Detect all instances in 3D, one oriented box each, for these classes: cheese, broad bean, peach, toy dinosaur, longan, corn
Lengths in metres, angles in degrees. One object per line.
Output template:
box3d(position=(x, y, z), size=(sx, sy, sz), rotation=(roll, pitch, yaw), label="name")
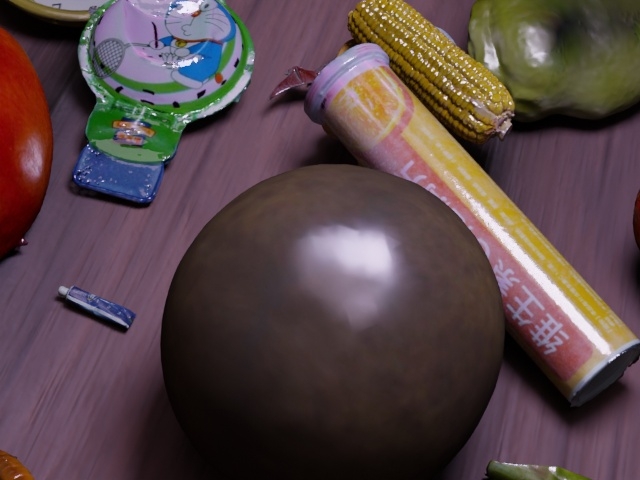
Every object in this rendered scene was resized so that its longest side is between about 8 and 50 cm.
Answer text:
box3d(position=(-0.185, -0.180, 1.526), size=(0.204, 0.083, 0.320), rotation=(15, 57, 2), label="cheese")
box3d(position=(0.296, -0.248, 1.602), size=(0.238, 0.119, 0.291), rotation=(42, 62, 10), label="broad bean")
box3d(position=(-0.398, -0.133, 1.385), size=(0.258, 0.201, 0.361), rotation=(12, 48, 7), label="peach")
box3d(position=(0.030, -0.187, 1.591), size=(0.220, 0.032, 0.108), rotation=(-16, 47, -33), label="toy dinosaur")
box3d(position=(0.013, 0.079, 1.188), size=(0.319, 0.319, 0.319), rotation=(3, 48, -3), label="longan")
box3d(position=(0.123, -0.192, 1.496), size=(0.080, 0.080, 0.238), rotation=(-32, 67, -30), label="corn")

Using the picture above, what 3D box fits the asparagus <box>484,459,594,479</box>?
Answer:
box3d(position=(0.236, 0.234, 1.224), size=(0.178, 0.045, 0.041), rotation=(23, 17, 15), label="asparagus")

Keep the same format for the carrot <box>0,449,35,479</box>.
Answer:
box3d(position=(-0.220, 0.259, 1.151), size=(0.061, 0.061, 0.256), rotation=(-21, 49, -23), label="carrot")

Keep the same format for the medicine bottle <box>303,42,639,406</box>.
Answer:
box3d(position=(0.152, -0.023, 1.368), size=(0.108, 0.108, 0.426), rotation=(-28, 64, -27), label="medicine bottle")

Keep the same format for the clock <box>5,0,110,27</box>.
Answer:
box3d(position=(-0.297, -0.329, 1.671), size=(0.237, 0.057, 0.237), rotation=(4, 47, -5), label="clock")

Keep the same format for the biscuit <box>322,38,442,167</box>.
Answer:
box3d(position=(0.079, -0.127, 1.515), size=(0.158, 0.035, 0.240), rotation=(-8, 60, -17), label="biscuit")

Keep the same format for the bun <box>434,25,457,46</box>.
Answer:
box3d(position=(0.127, -0.221, 1.616), size=(0.083, 0.045, 0.083), rotation=(9, 53, -12), label="bun")

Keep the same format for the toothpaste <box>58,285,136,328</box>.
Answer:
box3d(position=(-0.224, 0.065, 1.347), size=(0.083, 0.019, 0.027), rotation=(22, 32, 9), label="toothpaste")

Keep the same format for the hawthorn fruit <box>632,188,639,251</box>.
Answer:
box3d(position=(0.465, -0.022, 1.376), size=(0.266, 0.210, 0.230), rotation=(-17, 45, -38), label="hawthorn fruit")
